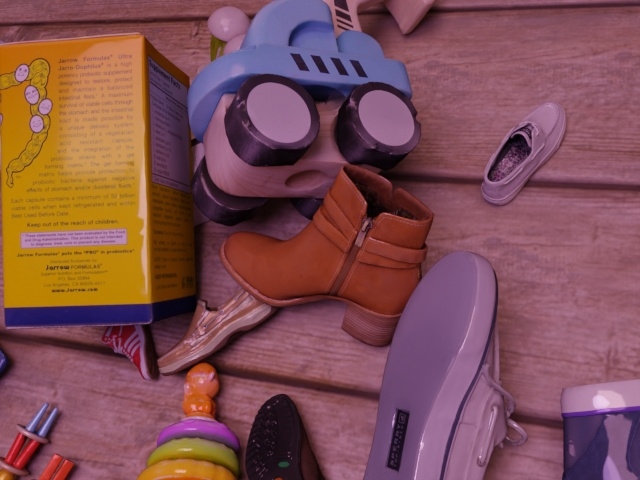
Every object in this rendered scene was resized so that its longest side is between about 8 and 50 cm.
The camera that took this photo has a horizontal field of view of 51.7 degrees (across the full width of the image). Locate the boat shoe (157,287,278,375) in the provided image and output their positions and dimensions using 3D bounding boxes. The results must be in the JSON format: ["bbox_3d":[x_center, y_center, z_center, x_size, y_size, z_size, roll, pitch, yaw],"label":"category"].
[{"bbox_3d":[-0.154,0.115,0.931,0.190,0.068,0.072,-33,98,-11],"label":"boat shoe"}]

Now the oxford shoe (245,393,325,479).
[{"bbox_3d":[-0.034,0.294,0.813,0.082,0.096,0.227,-32,40,14],"label":"oxford shoe"}]

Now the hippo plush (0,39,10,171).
[{"bbox_3d":[-0.468,-0.192,1.145,0.294,0.234,0.237,-11,74,-37],"label":"hippo plush"}]

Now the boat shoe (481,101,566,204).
[{"bbox_3d":[0.288,-0.136,0.939,0.066,0.063,0.184,39,80,29],"label":"boat shoe"}]

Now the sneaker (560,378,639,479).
[{"bbox_3d":[0.418,0.260,0.677,0.322,0.130,0.236,-5,72,9],"label":"sneaker"}]

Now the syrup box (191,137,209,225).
[{"bbox_3d":[-0.209,-0.087,1.043,0.236,0.096,0.093,-21,60,4],"label":"syrup box"}]

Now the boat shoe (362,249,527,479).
[{"bbox_3d":[0.163,0.203,0.759,0.135,0.156,0.367,-4,69,60],"label":"boat shoe"}]

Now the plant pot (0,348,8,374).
[{"bbox_3d":[-0.628,0.173,0.968,0.236,0.212,0.236,35,78,28],"label":"plant pot"}]

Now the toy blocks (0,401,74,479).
[{"bbox_3d":[-0.395,0.311,0.920,0.123,0.054,0.148,19,70,25],"label":"toy blocks"}]

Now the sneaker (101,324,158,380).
[{"bbox_3d":[-0.281,0.162,0.968,0.067,0.042,0.118,-23,52,-1],"label":"sneaker"}]

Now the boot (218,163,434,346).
[{"bbox_3d":[0.000,0.000,0.846,0.283,0.220,0.109,29,44,19],"label":"boot"}]

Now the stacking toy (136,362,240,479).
[{"bbox_3d":[-0.160,0.286,0.824,0.175,0.165,0.302,-50,28,38],"label":"stacking toy"}]

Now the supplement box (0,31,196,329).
[{"bbox_3d":[-0.291,-0.070,0.894,0.195,0.194,0.357,-2,88,6],"label":"supplement box"}]

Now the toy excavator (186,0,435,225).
[{"bbox_3d":[0.014,-0.269,0.961,0.432,0.222,0.446,-1,69,-25],"label":"toy excavator"}]

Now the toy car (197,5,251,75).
[{"bbox_3d":[-0.120,-0.290,1.108,0.136,0.159,0.182,-10,54,-29],"label":"toy car"}]
